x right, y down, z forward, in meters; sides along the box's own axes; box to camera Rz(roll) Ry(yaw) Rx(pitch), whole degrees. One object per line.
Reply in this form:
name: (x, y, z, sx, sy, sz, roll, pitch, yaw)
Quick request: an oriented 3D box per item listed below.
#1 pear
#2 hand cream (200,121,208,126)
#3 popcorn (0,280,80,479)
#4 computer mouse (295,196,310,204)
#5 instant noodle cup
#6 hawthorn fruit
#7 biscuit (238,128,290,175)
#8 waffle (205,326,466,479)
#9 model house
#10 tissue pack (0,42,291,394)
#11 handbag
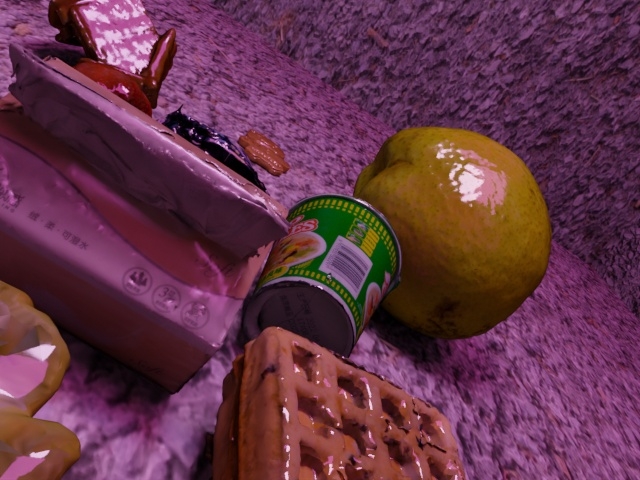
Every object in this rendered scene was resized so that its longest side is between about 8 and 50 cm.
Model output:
pear: (0.218, -0.027, 1.199, 0.391, 0.391, 0.391, 33, 20, -14)
hand cream: (-0.245, -0.183, 1.265, 0.052, 0.038, 0.216, 11, 29, -2)
popcorn: (-0.252, 0.087, 0.265, 0.312, 0.312, 0.312, 33, 20, -14)
computer mouse: (0.000, 0.000, 1.229, 0.106, 0.062, 0.192, 14, 41, -53)
instant noodle cup: (0.002, 0.067, 0.911, 0.207, 0.207, 0.232, 36, 26, -4)
hawthorn fruit: (-0.324, -0.179, 0.949, 0.157, 0.157, 0.194, 23, 17, -35)
biscuit: (-0.125, -0.205, 1.521, 0.133, 0.027, 0.184, 35, 20, -4)
waffle: (0.031, 0.273, 0.556, 0.261, 0.114, 0.376, 32, 27, -24)
model house: (-0.374, -0.348, 1.242, 0.220, 0.199, 0.229, -27, 90, -27)
tissue pack: (-0.199, -0.035, 0.658, 0.306, 0.238, 0.238, 34, 20, -9)
handbag: (-0.167, -0.099, 1.013, 0.229, 0.127, 0.208, 45, -2, -20)
